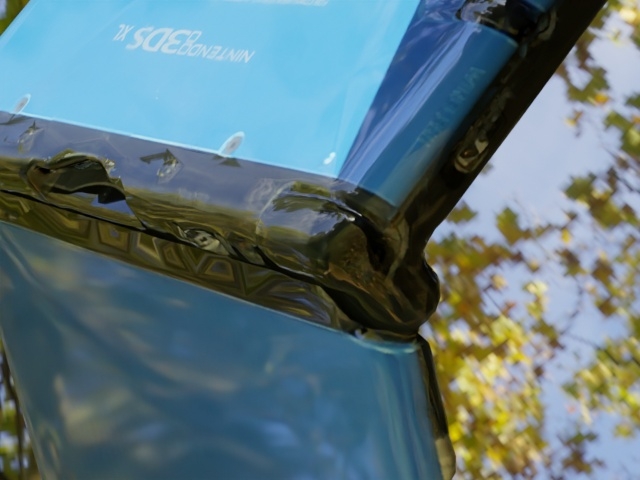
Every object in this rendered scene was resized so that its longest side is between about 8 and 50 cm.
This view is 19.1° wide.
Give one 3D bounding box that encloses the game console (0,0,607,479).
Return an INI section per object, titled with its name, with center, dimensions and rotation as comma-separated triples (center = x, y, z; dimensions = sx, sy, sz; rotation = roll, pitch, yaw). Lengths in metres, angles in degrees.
[game console]
center = 0.000, 0.000, 0.630
dimensions = 0.173, 0.293, 0.250
rotation = 46, -107, -30
